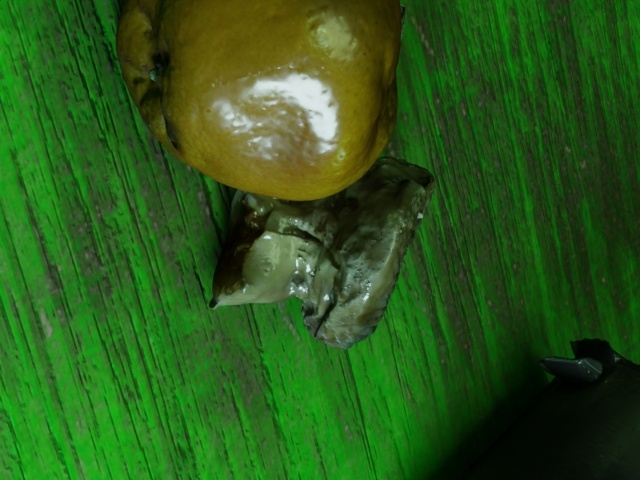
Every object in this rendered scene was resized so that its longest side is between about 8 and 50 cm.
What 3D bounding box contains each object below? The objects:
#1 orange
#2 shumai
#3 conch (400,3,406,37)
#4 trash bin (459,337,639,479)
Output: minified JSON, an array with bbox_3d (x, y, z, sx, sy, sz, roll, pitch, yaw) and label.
[{"bbox_3d":[-0.044,-0.140,1.425,0.183,0.249,0.249,-29,118,-20],"label":"orange"},{"bbox_3d":[0.000,0.000,1.554,0.153,0.209,0.161,16,92,-1],"label":"shumai"},{"bbox_3d":[0.038,-0.165,1.612,0.076,0.056,0.085,-42,157,-51],"label":"conch"},{"bbox_3d":[0.211,0.269,1.764,0.301,0.203,0.252,-44,116,-31],"label":"trash bin"}]
